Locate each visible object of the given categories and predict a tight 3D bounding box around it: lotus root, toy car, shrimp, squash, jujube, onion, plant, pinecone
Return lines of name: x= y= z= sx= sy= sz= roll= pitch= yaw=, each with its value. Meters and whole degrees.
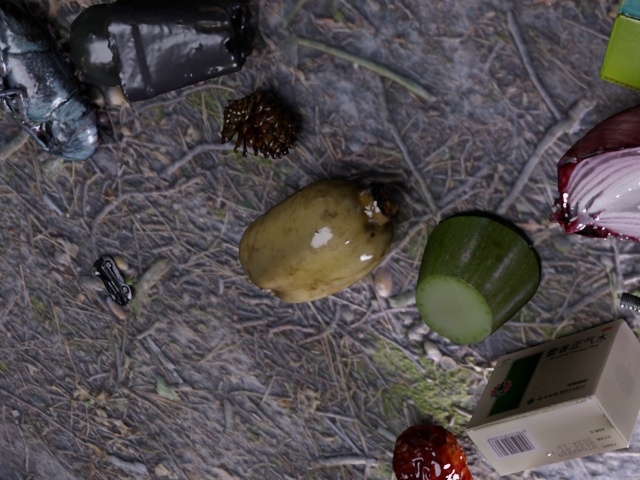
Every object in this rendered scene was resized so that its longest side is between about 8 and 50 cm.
lotus root: x=0.000 y=0.000 z=1.686 sx=0.284 sy=0.160 sz=0.146 roll=-31 pitch=62 yaw=37
toy car: x=-0.355 y=0.070 z=2.035 sx=0.041 sy=0.025 sz=0.093 roll=-23 pitch=102 yaw=42
shrimp: x=-0.476 y=-0.262 z=1.794 sx=0.372 sy=0.172 sz=0.137 roll=49 pitch=138 yaw=-15
squash: x=0.203 y=0.059 z=1.622 sx=0.170 sy=0.123 sz=0.170 roll=20 pitch=134 yaw=22
jujube: x=0.179 y=0.369 z=1.846 sx=0.112 sy=0.109 sz=0.176 roll=30 pitch=146 yaw=59
onion: x=0.381 y=-0.082 z=1.396 sx=0.227 sy=0.120 sz=0.283 roll=32 pitch=152 yaw=-28
plant: x=-0.225 y=-0.282 z=1.634 sx=0.256 sy=0.164 sz=0.142 roll=-3 pitch=122 yaw=17
pinecone: x=-0.084 y=-0.161 z=1.665 sx=0.109 sy=0.102 sz=0.102 roll=14 pitch=128 yaw=1

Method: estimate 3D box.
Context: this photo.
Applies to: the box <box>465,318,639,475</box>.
box: x=0.325 y=0.213 z=1.607 sx=0.212 sy=0.168 sz=0.095 roll=-25 pitch=108 yaw=40

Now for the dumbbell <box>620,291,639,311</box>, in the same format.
dumbbell: x=0.501 y=0.113 z=1.489 sx=0.254 sy=0.081 sz=0.081 roll=18 pitch=128 yaw=22

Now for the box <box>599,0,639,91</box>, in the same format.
box: x=0.435 y=-0.297 z=1.281 sx=0.187 sy=0.047 sz=0.335 roll=22 pitch=130 yaw=18
